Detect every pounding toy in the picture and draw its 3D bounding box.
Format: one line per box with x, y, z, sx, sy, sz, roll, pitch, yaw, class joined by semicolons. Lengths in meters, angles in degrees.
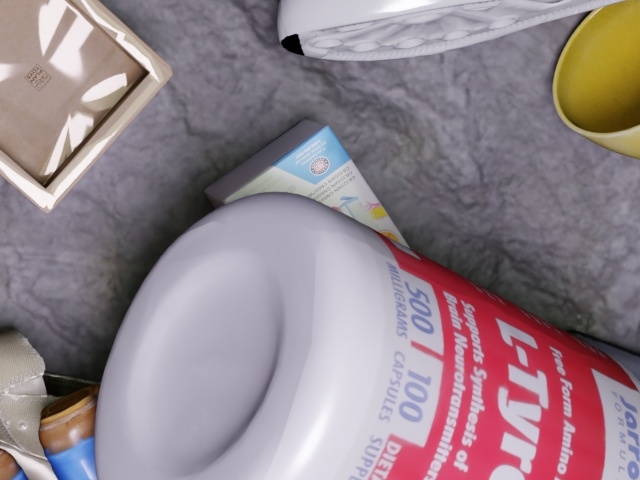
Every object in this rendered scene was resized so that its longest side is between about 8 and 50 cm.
-0.185;-0.157;1.126;0.181;0.094;0.206;42;86;-14;pounding toy

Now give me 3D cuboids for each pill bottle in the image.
0.077;0.144;1.086;0.408;0.229;0.229;27;89;-37;pill bottle

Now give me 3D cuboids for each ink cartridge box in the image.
0.000;0.000;1.187;0.092;0.090;0.143;-36;102;-7;ink cartridge box

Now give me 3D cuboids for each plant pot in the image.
0.251;-0.109;1.224;0.095;0.134;0.134;37;87;-37;plant pot

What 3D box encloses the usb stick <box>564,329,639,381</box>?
0.287;0.142;1.291;0.278;0.045;0.077;20;92;-14;usb stick

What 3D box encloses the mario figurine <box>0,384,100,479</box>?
-0.131;0.264;1.109;0.198;0.170;0.320;-25;95;20;mario figurine

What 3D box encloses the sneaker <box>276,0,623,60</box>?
0.107;-0.270;1.183;0.323;0.130;0.236;-13;81;1;sneaker

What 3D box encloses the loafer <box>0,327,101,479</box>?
-0.234;0.098;1.145;0.268;0.102;0.092;25;89;-23;loafer
